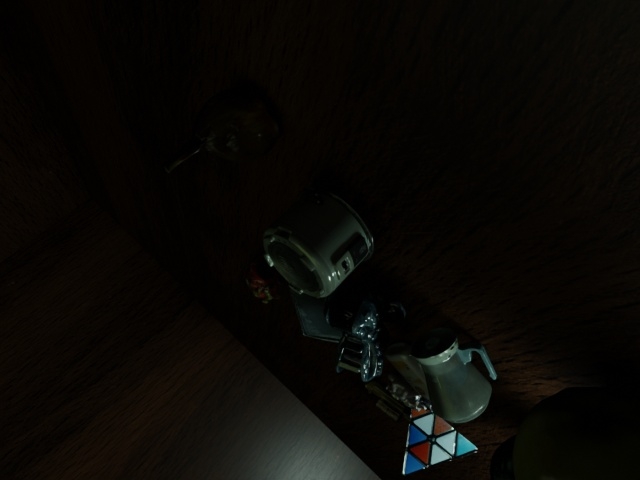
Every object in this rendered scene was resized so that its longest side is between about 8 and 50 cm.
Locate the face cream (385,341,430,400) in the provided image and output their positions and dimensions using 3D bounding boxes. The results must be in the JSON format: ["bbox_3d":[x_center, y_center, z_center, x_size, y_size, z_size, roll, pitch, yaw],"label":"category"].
[{"bbox_3d":[0.333,0.450,1.666,0.291,0.071,0.144,49,156,-8],"label":"face cream"}]

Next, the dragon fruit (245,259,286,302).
[{"bbox_3d":[-0.201,0.154,1.983,0.167,0.160,0.172,9,153,1],"label":"dragon fruit"}]

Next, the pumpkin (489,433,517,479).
[{"bbox_3d":[0.601,0.648,1.362,0.315,0.239,0.315,33,137,38],"label":"pumpkin"}]

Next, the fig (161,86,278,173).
[{"bbox_3d":[-0.236,-0.258,1.233,0.191,0.290,0.190,17,121,31],"label":"fig"}]

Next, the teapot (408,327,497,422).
[{"bbox_3d":[0.359,0.355,1.390,0.203,0.171,0.225,-19,109,29],"label":"teapot"}]

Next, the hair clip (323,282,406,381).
[{"bbox_3d":[0.122,0.247,1.496,0.195,0.206,0.310,14,135,26],"label":"hair clip"}]

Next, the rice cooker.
[{"bbox_3d":[0.000,0.000,1.295,0.241,0.227,0.280,20,144,42],"label":"rice cooker"}]

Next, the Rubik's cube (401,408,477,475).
[{"bbox_3d":[0.367,0.779,1.936,0.284,0.234,0.250,40,156,11],"label":"Rubik's cube"}]

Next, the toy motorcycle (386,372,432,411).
[{"bbox_3d":[0.302,0.536,1.852,0.152,0.073,0.225,56,155,-16],"label":"toy motorcycle"}]

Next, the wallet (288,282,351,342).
[{"bbox_3d":[0.030,0.234,1.757,0.238,0.075,0.342,8,142,16],"label":"wallet"}]

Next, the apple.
[{"bbox_3d":[0.560,0.467,1.012,0.357,0.357,0.357,36,154,20],"label":"apple"}]

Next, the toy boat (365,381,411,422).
[{"bbox_3d":[0.268,0.644,2.059,0.226,0.088,0.068,31,153,28],"label":"toy boat"}]
